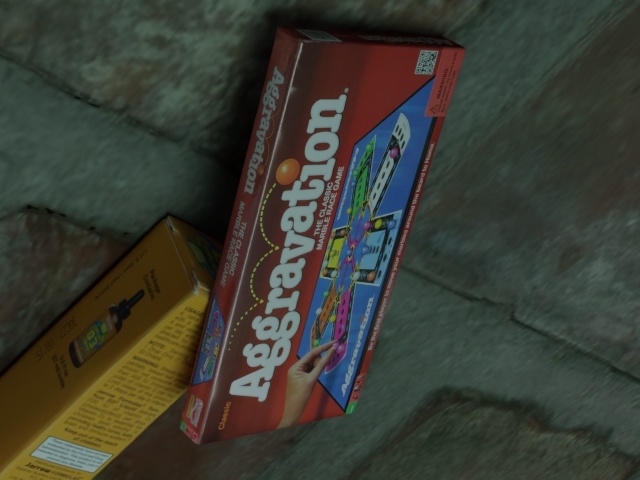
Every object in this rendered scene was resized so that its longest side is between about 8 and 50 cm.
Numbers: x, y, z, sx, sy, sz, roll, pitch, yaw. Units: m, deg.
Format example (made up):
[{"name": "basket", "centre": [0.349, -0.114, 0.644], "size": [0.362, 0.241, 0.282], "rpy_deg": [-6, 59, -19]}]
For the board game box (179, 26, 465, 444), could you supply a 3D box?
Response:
[{"name": "board game box", "centre": [0.000, 0.000, 0.853], "size": [0.145, 0.027, 0.281], "rpy_deg": [-4, 119, -40]}]

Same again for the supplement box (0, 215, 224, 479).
[{"name": "supplement box", "centre": [-0.150, 0.093, 0.904], "size": [0.233, 0.078, 0.080], "rpy_deg": [-44, 138, 18]}]
